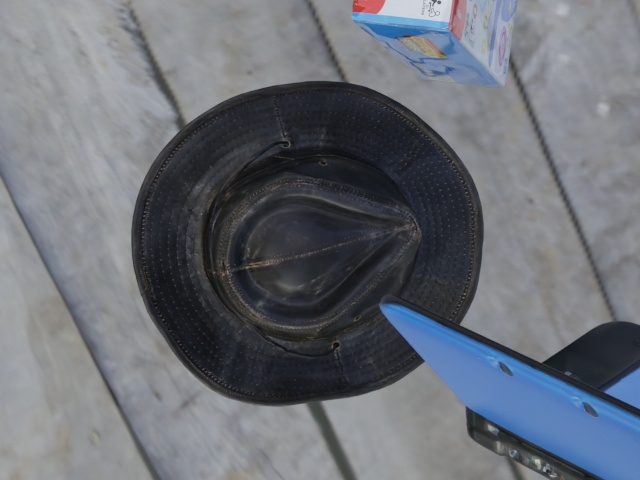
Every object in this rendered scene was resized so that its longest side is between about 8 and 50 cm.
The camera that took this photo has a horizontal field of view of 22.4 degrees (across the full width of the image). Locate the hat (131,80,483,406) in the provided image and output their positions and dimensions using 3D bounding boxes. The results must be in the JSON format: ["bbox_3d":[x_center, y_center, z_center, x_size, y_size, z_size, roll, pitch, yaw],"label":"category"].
[{"bbox_3d":[0.000,0.000,1.447,0.331,0.134,0.331,0,88,-10],"label":"hat"}]

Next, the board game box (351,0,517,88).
[{"bbox_3d":[0.124,-0.310,1.445,0.086,0.308,0.302,8,89,15],"label":"board game box"}]

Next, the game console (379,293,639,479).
[{"bbox_3d":[0.227,0.098,1.059,0.250,0.293,0.173,-29,127,-33],"label":"game console"}]
